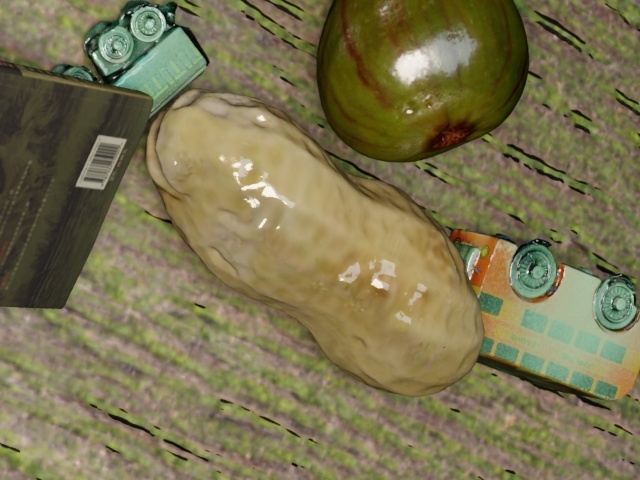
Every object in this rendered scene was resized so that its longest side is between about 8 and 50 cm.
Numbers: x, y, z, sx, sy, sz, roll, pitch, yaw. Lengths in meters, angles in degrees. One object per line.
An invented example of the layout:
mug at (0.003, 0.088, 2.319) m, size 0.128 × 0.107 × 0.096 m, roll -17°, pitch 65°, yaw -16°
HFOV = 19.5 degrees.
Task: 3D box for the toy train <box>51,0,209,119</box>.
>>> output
toy train at (-0.141, -0.101, 1.240) m, size 0.148 × 0.038 × 0.071 m, roll -44°, pitch 115°, yaw -19°

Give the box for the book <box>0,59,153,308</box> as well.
book at (-0.204, -0.033, 1.130) m, size 0.228 × 0.024 × 0.160 m, roll 7°, pitch 114°, yaw -58°

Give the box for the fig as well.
fig at (0.054, -0.183, 1.314) m, size 0.151 × 0.151 × 0.259 m, roll -6°, pitch 70°, yaw -28°

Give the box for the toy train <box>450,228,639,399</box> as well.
toy train at (0.171, 0.057, 1.400) m, size 0.188 × 0.072 × 0.099 m, roll 22°, pitch 83°, yaw -28°

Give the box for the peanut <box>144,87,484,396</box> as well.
peanut at (0.000, 0.000, 1.275) m, size 0.290 × 0.130 × 0.130 m, roll 37°, pitch 77°, yaw -26°
